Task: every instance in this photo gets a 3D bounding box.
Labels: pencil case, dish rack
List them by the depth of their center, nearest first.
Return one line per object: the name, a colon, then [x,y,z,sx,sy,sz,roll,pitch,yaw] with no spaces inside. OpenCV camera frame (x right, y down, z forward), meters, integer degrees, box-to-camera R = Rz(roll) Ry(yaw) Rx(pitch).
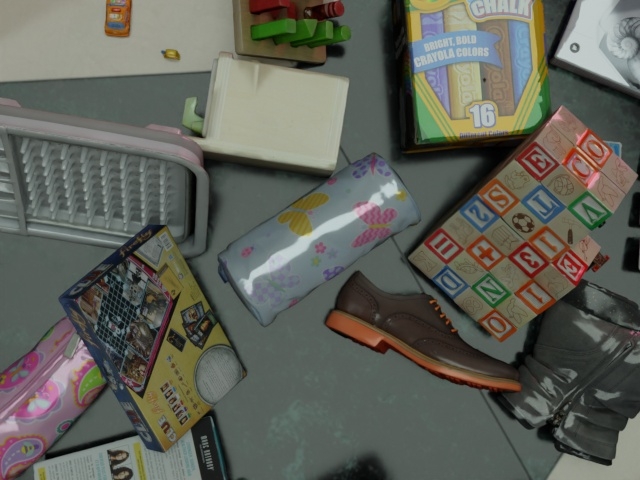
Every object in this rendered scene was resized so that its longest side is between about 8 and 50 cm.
dish rack: [-0.302,-0.083,1.743,0.333,0.285,0.072,10,62,-1]
pencil case: [-0.360,0.193,1.793,0.284,0.124,0.124,-44,91,-2]
pencil case: [0.000,0.000,1.814,0.273,0.113,0.124,-35,131,-3]

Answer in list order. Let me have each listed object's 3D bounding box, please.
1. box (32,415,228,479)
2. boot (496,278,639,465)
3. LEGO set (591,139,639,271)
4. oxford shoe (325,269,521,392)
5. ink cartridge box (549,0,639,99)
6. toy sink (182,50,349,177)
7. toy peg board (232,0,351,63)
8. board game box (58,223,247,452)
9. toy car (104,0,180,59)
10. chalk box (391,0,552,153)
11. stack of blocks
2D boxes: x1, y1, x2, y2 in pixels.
box: [-0.246,0.316,1.808,0.244,0.060,0.100,-14,61,-2]
boot: [0.424,0.205,1.840,0.338,0.118,0.223,24,91,9]
LEGO set: [0.388,-0.045,1.878,0.244,0.060,0.182,6,76,-3]
oxford shoe: [0.146,0.122,1.813,0.271,0.097,0.098,23,83,9]
ink cartridge box: [0.455,-0.304,1.874,0.224,0.045,0.223,21,88,-2]
toy sink: [-0.088,-0.167,1.798,0.234,0.153,0.131,8,88,-1]
toy peg board: [-0.032,-0.320,1.794,0.079,0.161,0.161,-4,88,42]
board game box: [-0.210,0.125,1.757,0.165,0.042,0.243,-42,118,-33]
toy car: [-0.238,-0.290,1.849,0.122,0.040,0.060,22,88,-1]
chalk box: [0.190,-0.267,1.796,0.179,0.180,0.289,-3,90,-2]
stack of blocks: [0.265,-0.014,1.741,0.171,0.297,0.087,42,49,-1]
